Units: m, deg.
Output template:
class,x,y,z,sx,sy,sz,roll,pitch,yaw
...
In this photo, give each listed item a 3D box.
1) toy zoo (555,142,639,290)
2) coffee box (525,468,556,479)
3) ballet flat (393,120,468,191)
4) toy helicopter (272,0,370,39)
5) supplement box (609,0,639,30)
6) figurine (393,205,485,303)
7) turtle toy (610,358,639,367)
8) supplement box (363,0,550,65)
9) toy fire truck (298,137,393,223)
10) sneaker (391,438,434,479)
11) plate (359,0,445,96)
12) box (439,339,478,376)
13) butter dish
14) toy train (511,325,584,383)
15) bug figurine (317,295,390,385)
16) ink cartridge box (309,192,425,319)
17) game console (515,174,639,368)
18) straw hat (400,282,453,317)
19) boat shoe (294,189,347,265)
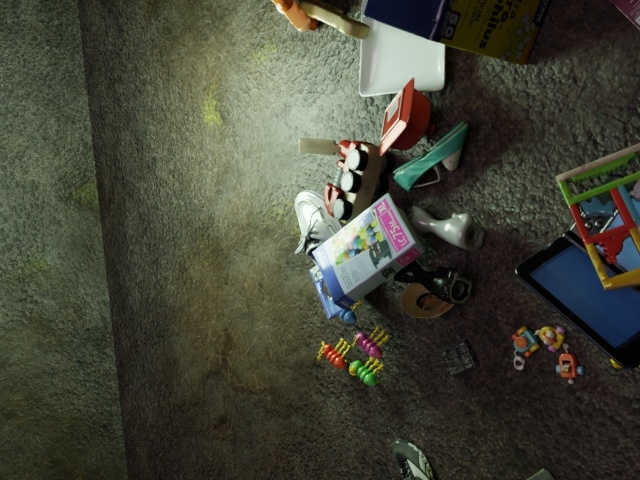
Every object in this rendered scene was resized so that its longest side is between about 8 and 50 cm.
class,x,y,z,sx,sy,sz,roll,pitch,yaw
toy zoo,0.592,-0.031,1.221,0.192,0.030,0.293,-22,63,18
coffee box,0.400,0.747,1.348,0.334,0.337,0.338,52,127,30
ballet flat,0.287,-0.195,1.590,0.247,0.083,0.087,-35,93,41
toy helicopter,-0.011,-0.619,1.737,0.355,0.235,0.140,39,119,36
supplement box,0.612,-0.448,1.211,0.081,0.104,0.188,-49,60,35
figurine,0.278,0.026,1.590,0.209,0.092,0.215,18,96,48
turtle toy,0.621,0.197,1.275,0.130,0.066,0.095,-10,111,44
supplement box,0.297,-0.504,1.345,0.195,0.356,0.194,35,118,38
toy fire truck,0.049,-0.185,1.785,0.246,0.158,0.217,41,122,49
sneaker,0.242,0.621,1.663,0.078,0.106,0.234,-51,59,34
plate,0.216,-0.512,1.649,0.278,0.045,0.277,8,99,45
box,0.342,0.292,1.600,0.083,0.018,0.067,-37,67,40
butter dish,0.228,-0.292,1.609,0.160,0.118,0.160,131,154,-58
toy train,0.490,0.250,1.427,0.166,0.046,0.125,-2,91,45
bug figurine,0.084,0.285,1.768,0.216,0.072,0.279,36,137,30
ink cartridge box,0.098,0.042,1.645,0.311,0.065,0.186,-40,47,19
game console,0.576,0.048,1.236,0.293,0.173,0.250,46,124,32
straw hat,0.277,0.161,1.620,0.144,0.144,0.061,21,148,43
boat shoe,-0.004,0.007,1.831,0.136,0.156,0.367,-47,62,36
